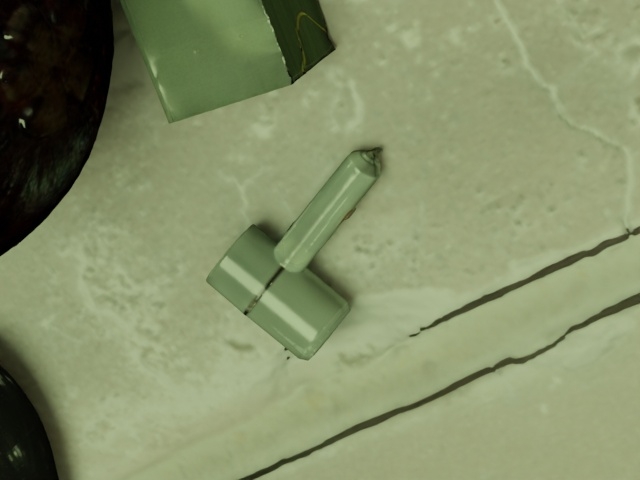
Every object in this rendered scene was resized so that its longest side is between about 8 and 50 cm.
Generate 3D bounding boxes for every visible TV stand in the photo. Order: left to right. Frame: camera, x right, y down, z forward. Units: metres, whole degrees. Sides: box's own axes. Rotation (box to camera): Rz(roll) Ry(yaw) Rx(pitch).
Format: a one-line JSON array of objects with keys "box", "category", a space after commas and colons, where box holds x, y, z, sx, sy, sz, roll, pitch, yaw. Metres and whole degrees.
[{"box": [-0.085, -0.209, 0.915, 0.088, 0.083, 0.270, -14, 105, 24], "category": "TV stand"}]

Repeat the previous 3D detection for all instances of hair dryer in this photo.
[{"box": [-0.274, 0.166, 1.170, 0.219, 0.075, 0.196, -6, 118, 35], "category": "hair dryer"}, {"box": [0.000, 0.000, 0.992, 0.082, 0.047, 0.137, 39, 113, 2], "category": "hair dryer"}]

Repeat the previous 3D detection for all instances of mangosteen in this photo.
[{"box": [-0.257, -0.113, 0.920, 0.288, 0.288, 0.288, 8, 114, 19], "category": "mangosteen"}]
